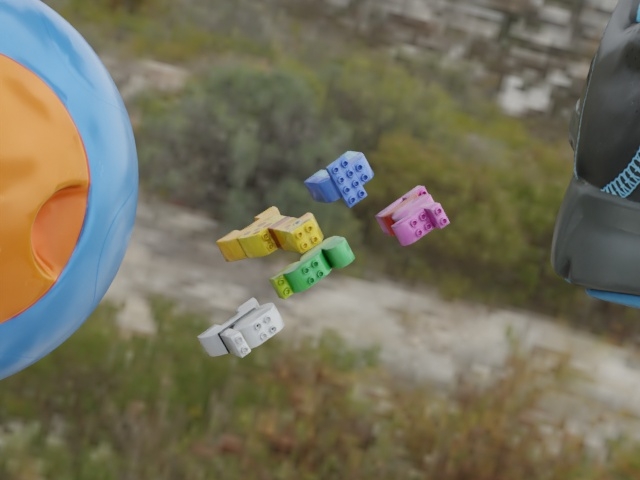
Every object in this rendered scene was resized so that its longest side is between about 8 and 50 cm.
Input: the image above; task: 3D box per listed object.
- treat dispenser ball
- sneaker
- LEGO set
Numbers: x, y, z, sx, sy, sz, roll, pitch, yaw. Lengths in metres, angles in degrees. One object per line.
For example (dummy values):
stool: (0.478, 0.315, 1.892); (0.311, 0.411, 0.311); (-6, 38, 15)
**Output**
treat dispenser ball: (-0.267, -0.041, 1.274); (0.288, 0.288, 0.288); (14, 7, -2)
sneaker: (0.188, -0.072, 0.896); (0.125, 0.140, 0.341); (14, 18, 5)
LEGO set: (0.000, 0.000, 1.479); (0.227, 0.087, 0.093); (-35, 18, -18)
